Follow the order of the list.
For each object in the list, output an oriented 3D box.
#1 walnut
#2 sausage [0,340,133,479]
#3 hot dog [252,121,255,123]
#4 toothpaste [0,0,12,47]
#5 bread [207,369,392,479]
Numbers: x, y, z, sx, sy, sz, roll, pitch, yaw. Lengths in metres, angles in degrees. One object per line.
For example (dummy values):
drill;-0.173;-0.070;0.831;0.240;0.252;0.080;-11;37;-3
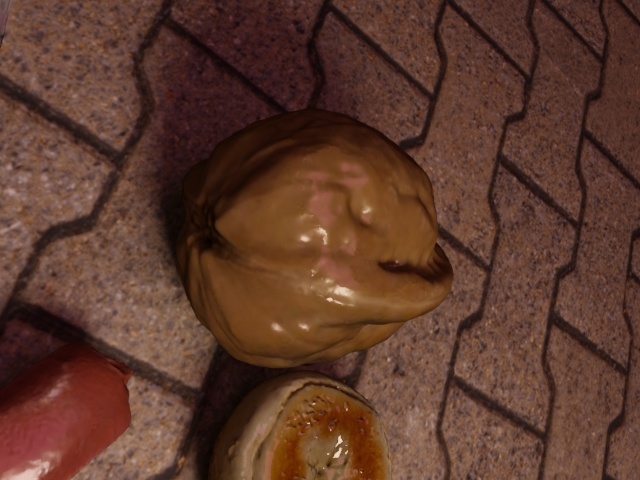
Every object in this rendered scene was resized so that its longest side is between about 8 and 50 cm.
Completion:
walnut;-0.013;0.005;1.109;0.383;0.383;0.384;12;70;-37
sausage;-0.322;0.219;0.912;0.254;0.148;0.148;-43;106;-32
hot dog;-0.099;-0.124;1.265;0.044;0.028;0.137;16;69;-28
toothpaste;-0.425;-0.317;1.040;0.047;0.040;0.197;21;65;-39
bread;-0.033;0.333;1.107;0.305;0.158;0.306;14;69;-40
